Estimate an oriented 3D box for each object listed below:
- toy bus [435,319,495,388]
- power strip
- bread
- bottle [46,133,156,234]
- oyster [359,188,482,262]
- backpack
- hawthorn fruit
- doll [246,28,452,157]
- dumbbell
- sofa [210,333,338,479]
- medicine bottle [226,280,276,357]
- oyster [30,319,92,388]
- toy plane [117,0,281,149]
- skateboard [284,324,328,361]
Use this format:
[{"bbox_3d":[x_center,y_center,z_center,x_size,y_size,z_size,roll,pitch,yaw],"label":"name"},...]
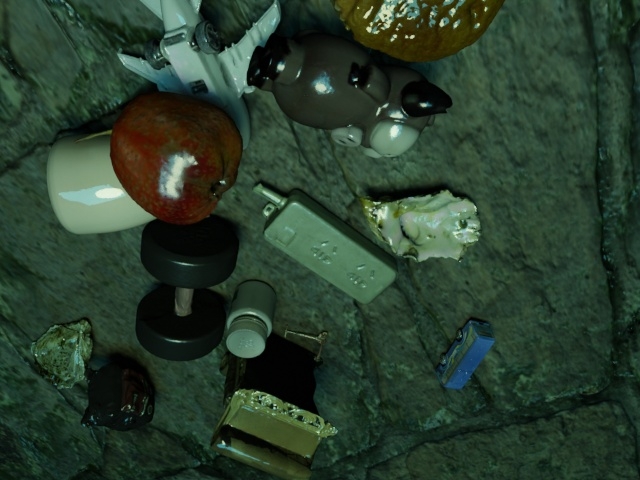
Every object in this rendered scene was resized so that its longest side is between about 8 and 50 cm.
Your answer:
[{"bbox_3d":[0.276,0.222,1.018,0.051,0.061,0.153,14,120,-14],"label":"toy bus"},{"bbox_3d":[0.000,0.000,0.890,0.288,0.053,0.093,34,118,-19],"label":"power strip"},{"bbox_3d":[0.117,-0.347,0.613,0.227,0.142,0.253,20,119,-20],"label":"bread"},{"bbox_3d":[-0.262,-0.089,0.793,0.237,0.147,0.147,-4,123,-4],"label":"bottle"},{"bbox_3d":[0.165,-0.025,0.866,0.209,0.072,0.132,-10,117,-15],"label":"oyster"},{"bbox_3d":[-0.390,0.314,1.054,0.106,0.120,0.165,-18,154,10],"label":"backpack"},{"bbox_3d":[-0.205,-0.120,0.672,0.203,0.162,0.162,34,119,4],"label":"hawthorn fruit"},{"bbox_3d":[0.040,-0.188,0.683,0.257,0.182,0.117,20,89,-25],"label":"doll"},{"bbox_3d":[-0.225,0.076,0.886,0.153,0.152,0.218,12,122,-6],"label":"dumbbell"},{"bbox_3d":[-0.105,0.304,0.970,0.200,0.258,0.182,30,105,-17],"label":"sofa"},{"bbox_3d":[-0.123,0.138,0.935,0.080,0.130,0.080,1,123,2],"label":"medicine bottle"},{"bbox_3d":[-0.507,0.227,1.050,0.177,0.064,0.125,-19,107,25],"label":"oyster"},{"bbox_3d":[-0.159,-0.231,0.718,0.251,0.101,0.255,-7,123,21],"label":"toy plane"},{"bbox_3d":[-0.033,0.196,1.016,0.083,0.064,0.032,15,130,5],"label":"skateboard"}]
